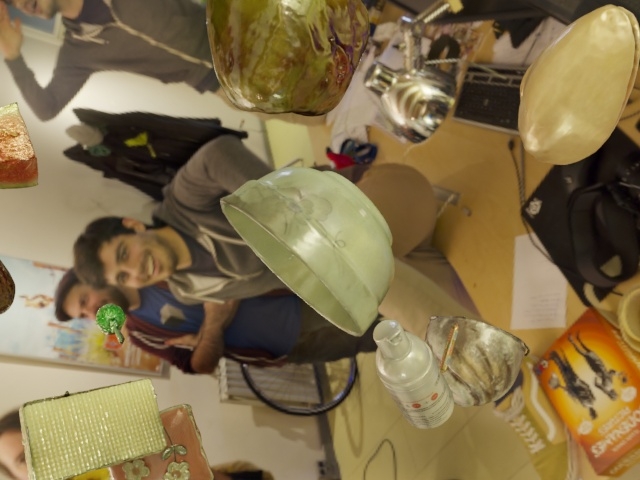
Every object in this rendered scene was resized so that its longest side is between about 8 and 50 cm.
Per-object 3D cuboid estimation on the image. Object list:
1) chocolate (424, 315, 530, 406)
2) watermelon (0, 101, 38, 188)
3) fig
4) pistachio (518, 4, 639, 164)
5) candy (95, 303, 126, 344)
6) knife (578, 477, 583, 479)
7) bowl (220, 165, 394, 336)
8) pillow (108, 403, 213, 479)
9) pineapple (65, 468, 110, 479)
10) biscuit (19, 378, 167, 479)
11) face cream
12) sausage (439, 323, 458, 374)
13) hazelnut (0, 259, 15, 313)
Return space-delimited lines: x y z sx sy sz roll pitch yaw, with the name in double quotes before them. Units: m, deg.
"chocolate" 0.427 0.368 1.688 0.303 0.303 0.213 -24 40 63
"watermelon" -0.688 -0.182 1.253 0.137 0.145 0.193 31 133 47
"fig" -0.037 -0.198 0.562 0.154 0.166 0.144 -38 -3 8
"pistachio" 0.509 -0.303 1.166 0.214 0.193 0.318 46 133 31
"candy" -0.602 0.255 1.726 0.323 0.097 0.097 14 92 63
"knife" 0.521 0.532 1.084 0.032 0.058 0.244 -58 17 22
"bowl" 0.000 0.000 0.948 0.163 0.307 0.307 -44 18 -14
"pillow" -0.295 0.383 1.039 0.075 0.179 0.172 -109 5 -75
"pineapple" -0.493 0.520 1.294 0.139 0.164 0.250 -13 91 55
"biscuit" -0.335 0.281 0.877 0.040 0.199 0.121 -36 65 41
"face cream" 0.212 0.307 1.431 0.145 0.370 0.145 -17 40 15
"sausage" 0.239 0.202 1.096 0.015 0.015 0.100 -11 56 65
"hazelnut" -0.915 0.124 1.550 0.229 0.229 0.230 -168 90 -67
